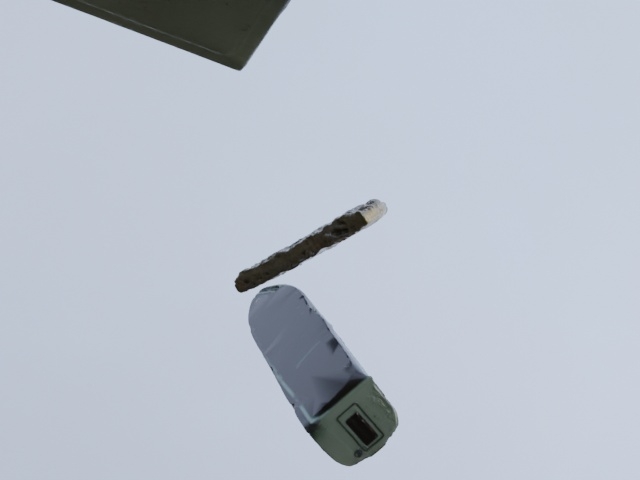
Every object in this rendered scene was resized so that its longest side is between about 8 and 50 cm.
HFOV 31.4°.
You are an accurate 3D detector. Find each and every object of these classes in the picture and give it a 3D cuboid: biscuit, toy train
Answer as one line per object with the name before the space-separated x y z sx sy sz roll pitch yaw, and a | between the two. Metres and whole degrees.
biscuit | 0.004 -0.002 1.436 0.250 0.133 0.032 -30 -91 43
toy train | -0.006 0.081 0.800 0.048 0.055 0.252 45 1 -19

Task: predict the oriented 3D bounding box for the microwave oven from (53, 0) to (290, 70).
microwave oven | -0.194 -0.397 1.328 0.355 0.218 0.286 18 -22 -14
